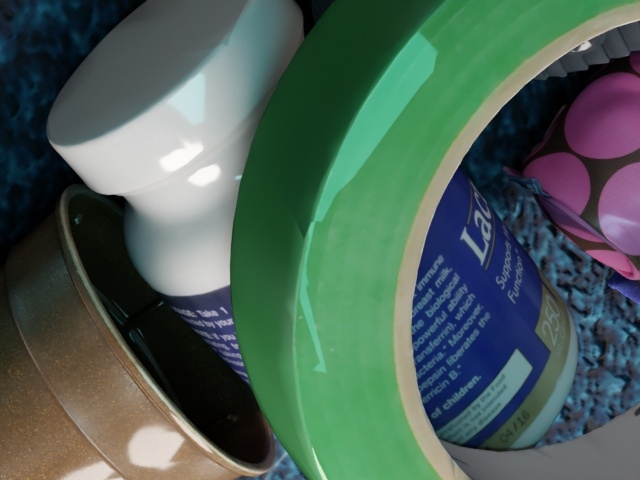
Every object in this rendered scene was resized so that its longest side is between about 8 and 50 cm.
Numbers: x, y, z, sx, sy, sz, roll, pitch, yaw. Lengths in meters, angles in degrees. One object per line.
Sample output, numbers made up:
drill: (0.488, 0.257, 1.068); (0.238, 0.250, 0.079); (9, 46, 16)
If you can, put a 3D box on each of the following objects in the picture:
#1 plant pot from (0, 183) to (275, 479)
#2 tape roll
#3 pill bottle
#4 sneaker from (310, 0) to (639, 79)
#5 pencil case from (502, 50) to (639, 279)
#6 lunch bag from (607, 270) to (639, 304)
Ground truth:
plant pot: (-0.136, 0.086, 0.673); (0.165, 0.167, 0.167); (-35, 120, 9)
tape roll: (0.123, 0.006, 0.597); (0.321, 0.077, 0.321); (-8, 112, -21)
pill bottle: (0.000, 0.000, 0.672); (0.153, 0.153, 0.264); (-40, 120, 3)
sneaker: (0.149, -0.170, 0.682); (0.319, 0.131, 0.112); (-13, 135, 11)
pencil case: (0.196, -0.085, 0.734); (0.209, 0.098, 0.095); (-49, 137, 4)
lunch bag: (0.355, 0.011, 0.827); (0.293, 0.138, 0.221); (25, 104, -39)
